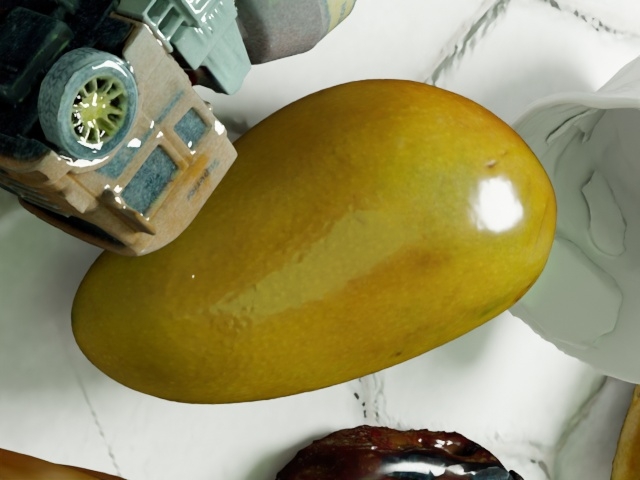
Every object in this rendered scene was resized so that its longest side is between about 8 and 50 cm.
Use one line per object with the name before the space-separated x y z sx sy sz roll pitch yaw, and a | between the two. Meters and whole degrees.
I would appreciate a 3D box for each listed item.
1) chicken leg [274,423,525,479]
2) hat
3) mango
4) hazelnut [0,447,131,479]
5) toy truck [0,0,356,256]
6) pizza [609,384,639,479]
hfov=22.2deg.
chicken leg | 0.011 0.152 0.855 0.253 0.051 0.106 -9 112 -32
hat | 0.187 -0.029 0.877 0.126 0.203 0.203 -53 130 -41
mango | 0.000 0.000 0.768 0.253 0.113 0.138 -18 116 -25
hazelnut | -0.151 0.290 0.571 0.402 0.402 0.429 37 62 -37
toy truck | -0.049 -0.111 0.708 0.257 0.108 0.140 -56 140 -15
pizza | 0.302 0.064 1.031 0.287 0.074 0.251 0 102 -38
